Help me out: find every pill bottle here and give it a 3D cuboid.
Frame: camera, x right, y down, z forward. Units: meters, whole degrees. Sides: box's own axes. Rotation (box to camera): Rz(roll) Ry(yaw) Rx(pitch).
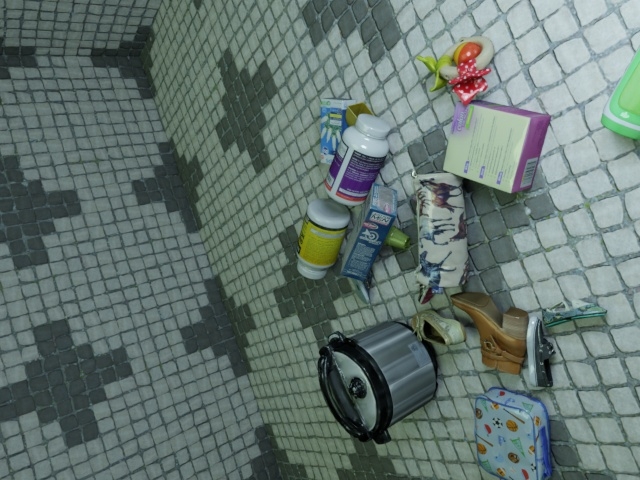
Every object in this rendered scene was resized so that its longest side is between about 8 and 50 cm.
[{"bbox_3d":[0.000,0.000,2.146,0.188,0.188,0.334,45,134,34],"label":"pill bottle"},{"bbox_3d":[0.142,-0.300,1.858,0.181,0.181,0.323,49,132,31],"label":"pill bottle"}]

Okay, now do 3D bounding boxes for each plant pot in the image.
[{"bbox_3d":[0.142,-0.465,1.895,0.081,0.081,0.083,57,150,22],"label":"plant pot"},{"bbox_3d":[0.295,-0.003,1.865,0.079,0.083,0.083,27,123,30],"label":"plant pot"}]

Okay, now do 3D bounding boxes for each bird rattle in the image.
[{"bbox_3d":[0.410,-0.519,1.440,0.143,0.207,0.253,43,176,-31],"label":"bird rattle"}]

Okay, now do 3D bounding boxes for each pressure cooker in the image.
[{"bbox_3d":[0.191,0.526,1.890,0.370,0.420,0.375,28,123,44],"label":"pressure cooker"}]

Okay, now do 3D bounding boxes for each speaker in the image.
[{"bbox_3d":[0.751,-0.378,1.094,0.131,0.131,0.296,44,133,35],"label":"speaker"}]

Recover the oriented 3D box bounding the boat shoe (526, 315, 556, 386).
[{"bbox_3d":[0.670,0.340,1.496,0.076,0.080,0.228,1,101,34],"label":"boat shoe"}]

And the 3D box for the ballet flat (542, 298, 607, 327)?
[{"bbox_3d":[0.710,0.199,1.404,0.188,0.070,0.070,-29,79,49],"label":"ballet flat"}]

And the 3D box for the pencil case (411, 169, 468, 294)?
[{"bbox_3d":[0.388,-0.038,1.634,0.160,0.184,0.410,-123,26,-76],"label":"pencil case"}]

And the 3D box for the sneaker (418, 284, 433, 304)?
[{"bbox_3d":[0.382,0.150,1.811,0.075,0.063,0.170,31,121,43],"label":"sneaker"}]

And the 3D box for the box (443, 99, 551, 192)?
[{"bbox_3d":[0.508,-0.281,1.451,0.243,0.117,0.213,30,125,43],"label":"box"}]

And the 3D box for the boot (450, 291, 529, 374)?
[{"bbox_3d":[0.548,0.298,1.630,0.283,0.109,0.220,17,119,41],"label":"boot"}]

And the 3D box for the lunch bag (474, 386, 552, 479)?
[{"bbox_3d":[0.633,0.650,1.618,0.243,0.115,0.303,1,102,50],"label":"lunch bag"}]

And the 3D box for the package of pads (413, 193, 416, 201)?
[{"bbox_3d":[0.362,-0.168,1.749,0.050,0.032,0.083,42,132,34],"label":"package of pads"}]

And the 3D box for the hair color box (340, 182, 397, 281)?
[{"bbox_3d":[0.184,-0.026,1.899,0.174,0.105,0.347,-78,7,-51],"label":"hair color box"}]

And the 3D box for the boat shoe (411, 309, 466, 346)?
[{"bbox_3d":[0.402,0.318,1.786,0.285,0.089,0.104,-6,102,68],"label":"boat shoe"}]

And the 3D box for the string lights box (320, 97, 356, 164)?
[{"bbox_3d":[0.070,-0.437,1.996,0.133,0.077,0.259,22,119,46],"label":"string lights box"}]

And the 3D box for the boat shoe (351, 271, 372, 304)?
[{"bbox_3d":[0.190,0.186,2.077,0.065,0.083,0.183,28,150,45],"label":"boat shoe"}]
